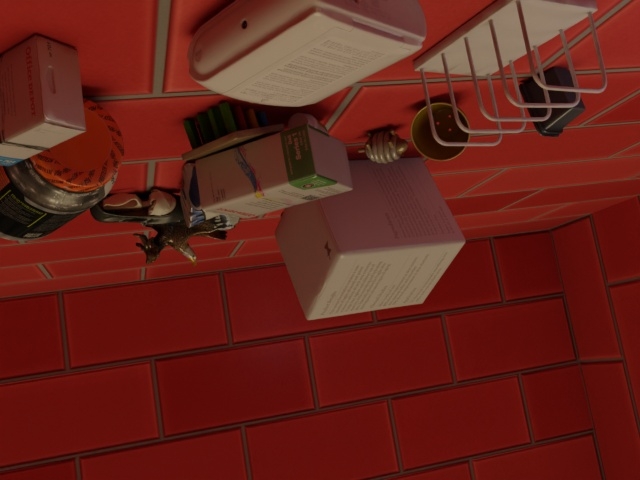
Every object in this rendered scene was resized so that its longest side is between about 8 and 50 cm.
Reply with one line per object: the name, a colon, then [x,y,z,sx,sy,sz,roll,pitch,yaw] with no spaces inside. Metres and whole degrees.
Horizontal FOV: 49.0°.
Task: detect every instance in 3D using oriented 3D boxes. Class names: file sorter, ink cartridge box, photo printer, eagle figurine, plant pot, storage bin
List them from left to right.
ink cartridge box: [-0.458,-0.209,1.079,0.191,0.139,0.082,-14,168,29]
eagle figurine: [-0.427,-0.029,2.224,0.298,0.225,0.226,-37,-133,-24]
ink cartridge box: [-0.099,-0.141,1.516,0.278,0.117,0.201,-14,171,23]
photo printer: [-0.033,-0.298,1.071,0.256,0.107,0.307,0,167,-45]
plant pot: [0.283,-0.261,1.619,0.134,0.134,0.095,-14,-162,25]
file sorter: [0.339,-0.296,1.261,0.193,0.173,0.278,-5,169,-31]
storage bin: [0.514,-0.306,1.530,0.098,0.135,0.091,-3,159,-36]

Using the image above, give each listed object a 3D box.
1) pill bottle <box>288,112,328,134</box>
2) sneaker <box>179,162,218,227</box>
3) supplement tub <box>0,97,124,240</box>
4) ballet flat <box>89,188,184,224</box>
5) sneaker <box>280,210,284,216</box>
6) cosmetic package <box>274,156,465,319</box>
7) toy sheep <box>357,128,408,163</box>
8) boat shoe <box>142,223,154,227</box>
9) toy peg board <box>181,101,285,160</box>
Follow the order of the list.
pill bottle: [-0.029,-0.242,1.547,0.065,0.065,0.116,-12,170,16]
sneaker: [-0.263,-0.136,1.846,0.182,0.127,0.315,-17,172,-20]
supplement tub: [-0.512,-0.130,1.304,0.207,0.207,0.338,-1,168,-42]
ballet flat: [-0.487,-0.093,1.931,0.280,0.095,0.096,-6,158,-19]
sneaker: [0.000,0.000,2.259,0.314,0.136,0.116,27,152,6]
cosmetic package: [0.129,-0.010,2.018,0.394,0.327,0.329,-5,145,-25]
toy sheep: [0.154,-0.233,1.745,0.132,0.091,0.091,2,176,25]
boat shoe: [-0.510,-0.075,2.077,0.183,0.066,0.066,-8,170,-8]
toy peg board: [-0.190,-0.234,1.462,0.161,0.079,0.161,-15,-175,37]
